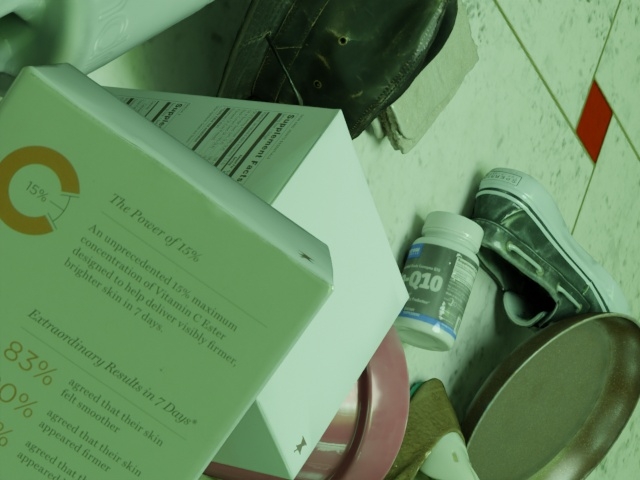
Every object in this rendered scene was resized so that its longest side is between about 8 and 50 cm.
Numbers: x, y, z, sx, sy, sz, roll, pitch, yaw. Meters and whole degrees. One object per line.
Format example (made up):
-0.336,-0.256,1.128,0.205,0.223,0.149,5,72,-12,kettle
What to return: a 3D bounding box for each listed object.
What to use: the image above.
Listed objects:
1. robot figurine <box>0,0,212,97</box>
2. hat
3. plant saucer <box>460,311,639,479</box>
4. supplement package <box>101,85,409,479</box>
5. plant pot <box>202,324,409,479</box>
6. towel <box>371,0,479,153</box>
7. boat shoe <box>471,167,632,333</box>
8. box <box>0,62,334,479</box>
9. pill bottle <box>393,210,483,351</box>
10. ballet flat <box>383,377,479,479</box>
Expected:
-0.171,-0.229,1.209,0.353,0.200,0.300,-39,172,-43,robot figurine
0.035,-0.182,1.481,0.331,0.134,0.331,-52,167,-17,hat
0.264,0.206,2.024,0.310,0.050,0.311,-27,138,-27,plant saucer
-0.110,0.024,1.304,0.198,0.262,0.199,-55,139,-35,supplement package
-0.053,0.135,1.503,0.180,0.201,0.201,7,91,-42,plant pot
0.078,-0.246,1.738,0.187,0.049,0.282,-52,136,-40,towel
0.258,0.052,2.034,0.335,0.121,0.119,48,66,-38,boat shoe
-0.176,0.092,1.041,0.345,0.215,0.168,-54,-175,6,box
0.125,0.043,1.840,0.078,0.078,0.137,43,61,-52,pill bottle
0.097,0.293,1.807,0.342,0.124,0.116,-55,139,-36,ballet flat
